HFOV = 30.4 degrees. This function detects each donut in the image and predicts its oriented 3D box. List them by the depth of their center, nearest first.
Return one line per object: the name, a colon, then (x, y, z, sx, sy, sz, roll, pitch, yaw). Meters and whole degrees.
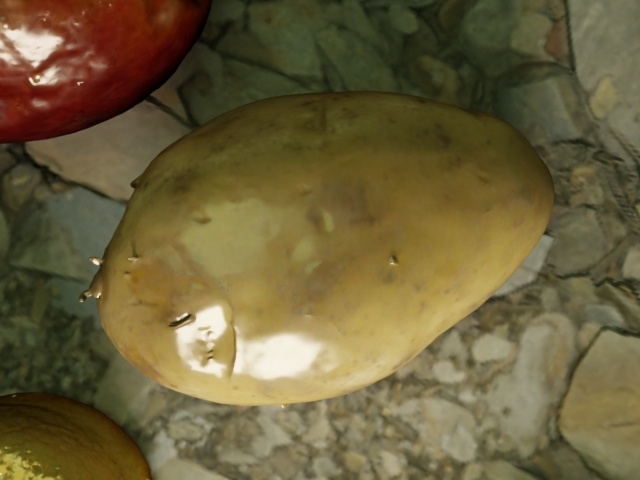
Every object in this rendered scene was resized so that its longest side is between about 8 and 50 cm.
donut: (-0.181, 0.165, 0.627, 0.184, 0.073, 0.166, 1, 86, 6)

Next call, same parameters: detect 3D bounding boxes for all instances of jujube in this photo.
jujube: (-0.184, -0.132, 0.609, 0.255, 0.190, 0.190, -4, 83, 16)

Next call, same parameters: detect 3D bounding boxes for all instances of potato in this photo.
potato: (-0.002, -0.005, 0.613, 0.235, 0.128, 0.161, -37, 98, -5)
